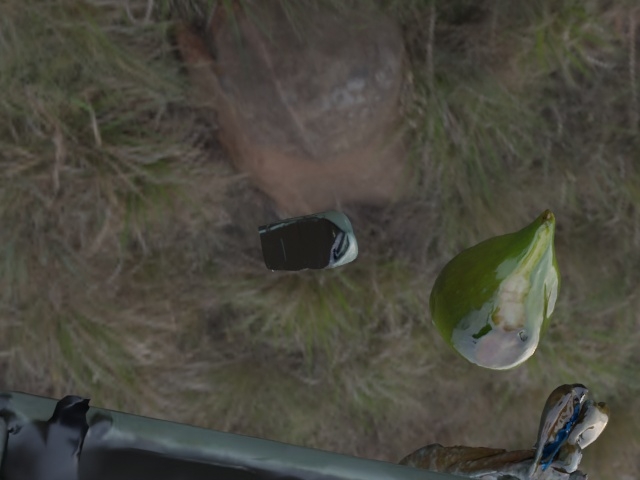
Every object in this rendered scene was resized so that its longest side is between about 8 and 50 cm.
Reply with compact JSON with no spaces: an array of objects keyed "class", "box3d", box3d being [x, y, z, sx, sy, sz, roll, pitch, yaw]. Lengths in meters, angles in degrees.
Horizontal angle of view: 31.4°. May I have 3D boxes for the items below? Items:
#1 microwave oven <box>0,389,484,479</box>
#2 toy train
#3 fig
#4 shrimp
[{"class":"microwave oven","box3d":[0.011,0.232,0.413,0.355,0.218,0.286,15,142,-22]},{"class":"toy train","box3d":[-0.001,0.000,1.113,0.048,0.055,0.252,-13,-177,-19]},{"class":"fig","box3d":[0.299,0.063,1.788,0.206,0.206,0.275,12,119,-30]},{"class":"shrimp","box3d":[0.204,0.334,1.461,0.110,0.221,0.445,-5,141,-51]}]
